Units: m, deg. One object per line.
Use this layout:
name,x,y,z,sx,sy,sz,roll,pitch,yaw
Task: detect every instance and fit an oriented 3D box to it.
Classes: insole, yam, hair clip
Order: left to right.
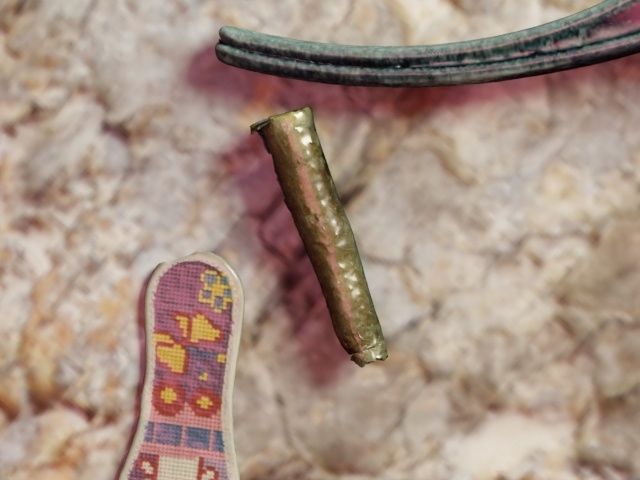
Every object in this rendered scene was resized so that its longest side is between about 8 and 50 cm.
insole,-0.069,0.101,0.980,0.065,0.004,0.197,9,99,9
yam,0.000,0.000,0.943,0.033,0.027,0.129,-18,96,1
hair clip,0.084,-0.098,0.907,0.275,0.048,0.083,-10,100,12
